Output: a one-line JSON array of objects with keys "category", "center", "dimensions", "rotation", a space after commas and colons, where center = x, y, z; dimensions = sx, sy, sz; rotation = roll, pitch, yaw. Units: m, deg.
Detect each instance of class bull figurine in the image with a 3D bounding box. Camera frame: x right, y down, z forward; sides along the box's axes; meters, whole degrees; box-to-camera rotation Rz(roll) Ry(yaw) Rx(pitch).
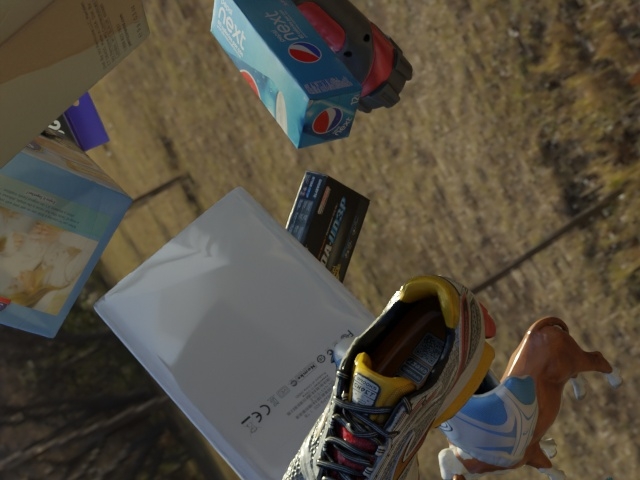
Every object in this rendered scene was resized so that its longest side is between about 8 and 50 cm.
[{"category": "bull figurine", "center": [0.309, 0.267, 1.716], "dimensions": [0.188, 0.310, 0.101], "rotation": [25, -170, -26]}]

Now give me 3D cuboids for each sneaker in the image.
[{"category": "sneaker", "center": [0.027, 0.116, 0.732], "dimensions": [0.088, 0.225, 0.093], "rotation": [23, 166, 28]}, {"category": "sneaker", "center": [0.099, 0.121, 1.008], "dimensions": [0.237, 0.085, 0.086], "rotation": [20, 94, 51]}]

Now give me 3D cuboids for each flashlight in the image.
[{"category": "flashlight", "center": [0.000, -0.265, 1.422], "dimensions": [0.103, 0.103, 0.304], "rotation": [-6, 157, 34]}]

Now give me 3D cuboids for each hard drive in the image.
[{"category": "hard drive", "center": [-0.067, 0.122, 1.321], "dimensions": [0.353, 0.233, 0.047], "rotation": [44, 166, 25]}]

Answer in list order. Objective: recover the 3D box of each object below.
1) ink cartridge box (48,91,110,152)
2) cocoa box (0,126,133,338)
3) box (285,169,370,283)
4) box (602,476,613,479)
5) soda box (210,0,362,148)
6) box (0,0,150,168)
[{"category": "ink cartridge box", "center": [-0.470, -0.213, 1.846], "dimensions": [0.206, 0.208, 0.045], "rotation": [66, 164, -9]}, {"category": "cocoa box", "center": [-0.468, -0.056, 1.472], "dimensions": [0.347, 0.231, 0.228], "rotation": [24, -171, -44]}, {"category": "box", "center": [0.000, 0.000, 2.113], "dimensions": [0.051, 0.220, 0.175], "rotation": [17, 174, 33]}, {"category": "box", "center": [0.281, 0.349, 1.042], "dimensions": [0.244, 0.100, 0.060], "rotation": [61, 140, 14]}, {"category": "soda box", "center": [-0.041, -0.196, 1.231], "dimensions": [0.210, 0.067, 0.071], "rotation": [55, 147, 33]}, {"category": "box", "center": [-0.308, -0.147, 0.969], "dimensions": [0.148, 0.311, 0.121], "rotation": [33, 157, 20]}]
